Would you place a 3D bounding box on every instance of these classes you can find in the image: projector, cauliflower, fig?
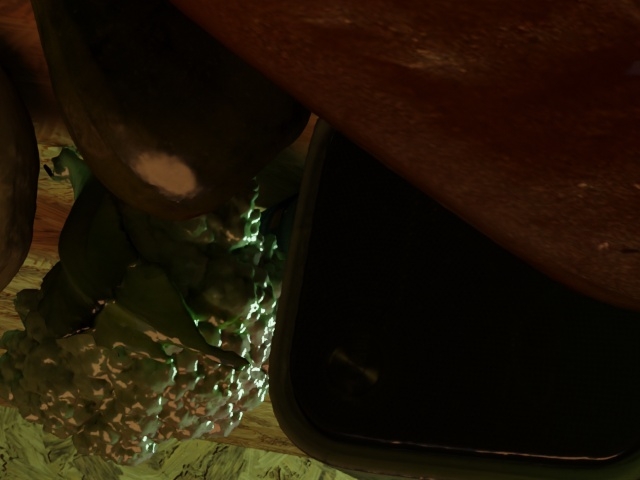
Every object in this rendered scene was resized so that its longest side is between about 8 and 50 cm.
[{"bbox_3d":[0.138,0.050,0.852,0.248,0.248,0.249,2,162,25],"label":"projector"},{"bbox_3d":[-0.131,0.016,1.022,0.238,0.315,0.256,-7,127,-23],"label":"cauliflower"},{"bbox_3d":[-0.098,-0.102,0.777,0.185,0.133,0.126,48,-177,6],"label":"fig"}]

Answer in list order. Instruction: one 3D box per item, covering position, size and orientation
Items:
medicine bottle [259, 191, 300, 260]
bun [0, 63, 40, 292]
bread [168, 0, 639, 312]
[{"bbox_3d":[0.000,0.000,1.069,0.083,0.084,0.203,17,164,-23],"label":"medicine bottle"},{"bbox_3d":[-0.366,-0.043,0.925,0.359,0.211,0.360,9,165,2],"label":"bun"},{"bbox_3d":[0.125,-0.103,0.439,0.333,0.143,0.323,34,155,-29],"label":"bread"}]
